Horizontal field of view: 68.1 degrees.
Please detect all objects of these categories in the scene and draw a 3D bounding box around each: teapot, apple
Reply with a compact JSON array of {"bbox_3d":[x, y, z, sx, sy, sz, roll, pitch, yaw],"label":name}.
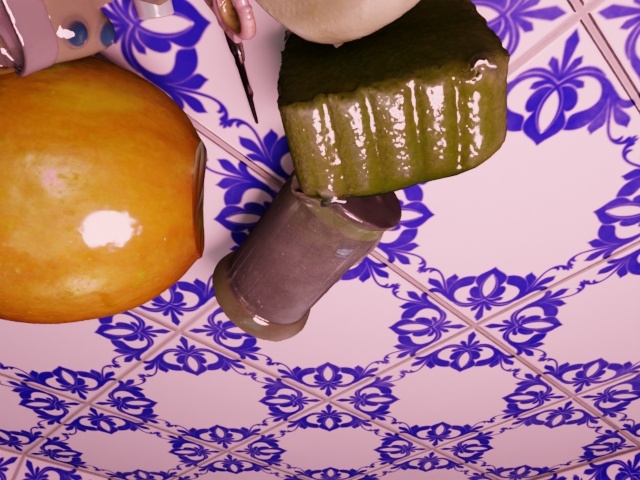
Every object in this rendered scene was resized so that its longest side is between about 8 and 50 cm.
[{"bbox_3d":[0.000,0.000,0.812,0.270,0.200,0.337,5,138,-41],"label":"teapot"},{"bbox_3d":[-0.323,-0.068,0.637,0.374,0.375,0.384,11,177,-11],"label":"apple"}]

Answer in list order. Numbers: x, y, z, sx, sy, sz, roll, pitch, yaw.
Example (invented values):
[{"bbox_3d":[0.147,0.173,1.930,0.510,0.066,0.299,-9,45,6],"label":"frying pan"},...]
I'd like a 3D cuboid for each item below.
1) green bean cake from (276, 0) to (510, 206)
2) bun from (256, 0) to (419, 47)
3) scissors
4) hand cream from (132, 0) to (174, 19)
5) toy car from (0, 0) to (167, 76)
[{"bbox_3d":[0.081,-0.178,0.584,0.249,0.247,0.156,-10,132,7],"label":"green bean cake"},{"bbox_3d":[0.027,-0.347,0.461,0.283,0.179,0.283,32,144,28],"label":"bun"},{"bbox_3d":[-0.113,-0.266,0.601,0.024,0.160,0.318,-31,153,-12],"label":"scissors"},{"bbox_3d":[-0.217,-0.358,0.556,0.076,0.047,0.174,-5,124,5],"label":"hand cream"},{"bbox_3d":[-0.348,-0.329,0.470,0.335,0.226,0.242,25,139,23],"label":"toy car"}]
